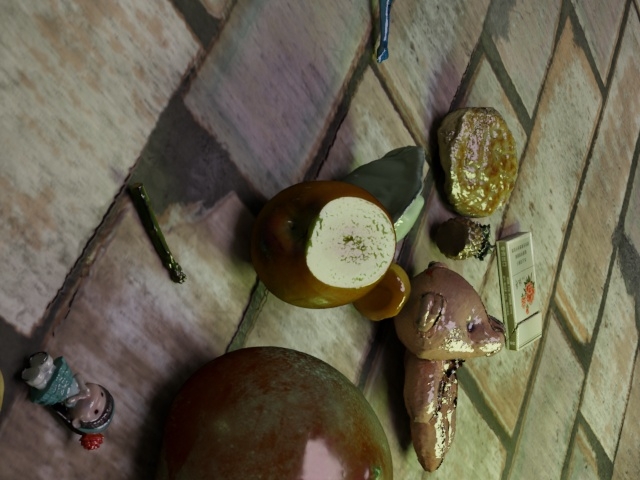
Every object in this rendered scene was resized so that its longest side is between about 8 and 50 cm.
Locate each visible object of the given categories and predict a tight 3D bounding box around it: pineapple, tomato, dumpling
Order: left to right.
[{"bbox_3d":[-0.038,0.247,1.093,0.270,0.222,0.270,2,88,-59],"label":"tomato"},{"bbox_3d":[0.087,-0.040,1.345,0.108,0.152,0.219,54,43,-40],"label":"dumpling"},{"bbox_3d":[0.239,0.000,1.645,0.159,0.074,0.074,6,84,-61],"label":"pineapple"}]

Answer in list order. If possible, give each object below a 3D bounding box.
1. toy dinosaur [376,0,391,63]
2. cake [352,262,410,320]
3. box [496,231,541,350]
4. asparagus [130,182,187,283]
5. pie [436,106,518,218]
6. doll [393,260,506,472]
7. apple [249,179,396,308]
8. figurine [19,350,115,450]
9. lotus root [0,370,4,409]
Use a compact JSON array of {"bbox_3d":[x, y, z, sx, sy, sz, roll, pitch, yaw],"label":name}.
[{"bbox_3d":[0.125,-0.420,1.493,0.144,0.076,0.329,59,46,-45],"label":"toy dinosaur"},{"bbox_3d":[0.080,0.067,1.394,0.044,0.084,0.084,-26,110,-61],"label":"cake"},{"bbox_3d":[0.357,0.089,1.840,0.109,0.029,0.198,-17,101,-54],"label":"box"},{"bbox_3d":[-0.171,-0.005,1.090,0.015,0.018,0.127,-113,-178,-61],"label":"asparagus"},{"bbox_3d":[0.245,-0.127,1.650,0.163,0.079,0.194,-44,124,-35],"label":"pie"},{"bbox_3d":[0.193,0.186,1.489,0.201,0.156,0.303,-55,140,-67],"label":"doll"},{"bbox_3d":[-0.001,0.006,1.207,0.147,0.163,0.146,25,68,-47],"label":"apple"},{"bbox_3d":[-0.236,0.149,0.962,0.106,0.047,0.060,50,33,-37],"label":"figurine"},{"bbox_3d":[-0.301,0.153,0.855,0.072,0.063,0.152,33,58,-61],"label":"lotus root"}]
